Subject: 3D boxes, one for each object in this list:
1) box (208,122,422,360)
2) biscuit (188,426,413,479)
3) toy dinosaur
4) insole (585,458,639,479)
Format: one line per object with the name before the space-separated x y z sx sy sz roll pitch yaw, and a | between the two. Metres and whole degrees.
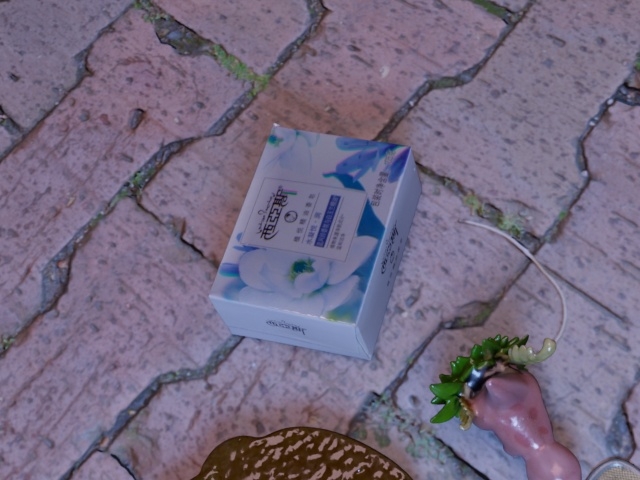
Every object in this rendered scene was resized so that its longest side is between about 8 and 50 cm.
box | -0.001 -0.001 1.577 0.203 0.116 0.274 10 64 19
biscuit | -0.049 0.397 1.388 0.359 0.074 0.381 26 72 26
toy dinosaur | 0.218 0.214 1.387 0.152 0.194 0.177 -25 36 -12
insole | 0.433 0.361 1.334 0.109 0.007 0.322 -44 62 -14
